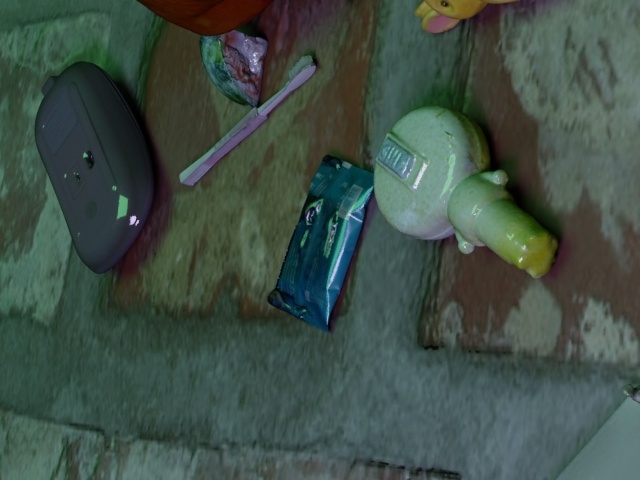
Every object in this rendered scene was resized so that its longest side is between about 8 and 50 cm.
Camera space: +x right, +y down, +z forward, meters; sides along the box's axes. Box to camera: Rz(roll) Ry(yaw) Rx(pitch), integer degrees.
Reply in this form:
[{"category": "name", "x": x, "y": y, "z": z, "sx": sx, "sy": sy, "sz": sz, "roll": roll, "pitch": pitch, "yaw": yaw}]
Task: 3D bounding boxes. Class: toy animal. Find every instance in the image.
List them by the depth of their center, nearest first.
[{"category": "toy animal", "x": 0.117, "y": -0.199, "z": 1.441, "sx": 0.159, "sy": 0.070, "sz": 0.083, "roll": -30, "pitch": 58, "yaw": 48}]

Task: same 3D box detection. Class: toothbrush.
[{"category": "toothbrush", "x": -0.066, "y": -0.105, "z": 1.675, "sx": 0.194, "sy": 0.014, "sz": 0.017, "roll": -42, "pitch": 49, "yaw": 36}]

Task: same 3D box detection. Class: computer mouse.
[{"category": "computer mouse", "x": -0.218, "y": -0.072, "z": 1.819, "sx": 0.120, "sy": 0.057, "sz": 0.232, "roll": -51, "pitch": 46, "yaw": 28}]

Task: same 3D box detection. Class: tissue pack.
[{"category": "tissue pack", "x": 0.000, "y": 0.000, "z": 1.551, "sx": 0.085, "sy": 0.028, "sz": 0.138, "roll": 27, "pitch": 103, "yaw": 51}]

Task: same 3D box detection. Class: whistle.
[{"category": "whistle", "x": 0.105, "y": -0.032, "z": 1.403, "sx": 0.198, "sy": 0.057, "sz": 0.104, "roll": 44, "pitch": 113, "yaw": 50}]

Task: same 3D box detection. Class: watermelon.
[{"category": "watermelon", "x": -0.075, "y": -0.165, "z": 1.692, "sx": 0.061, "sy": 0.085, "sz": 0.085, "roll": -26, "pitch": 47, "yaw": -5}]

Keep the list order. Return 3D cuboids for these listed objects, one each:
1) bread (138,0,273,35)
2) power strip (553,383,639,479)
[{"category": "bread", "x": -0.069, "y": -0.346, "z": 1.636, "sx": 0.327, "sy": 0.114, "sz": 0.295, "roll": -56, "pitch": 31, "yaw": 9}, {"category": "power strip", "x": 0.187, "y": 0.213, "z": 1.218, "sx": 0.215, "sy": 0.061, "sz": 0.145, "roll": -55, "pitch": 41, "yaw": 25}]
